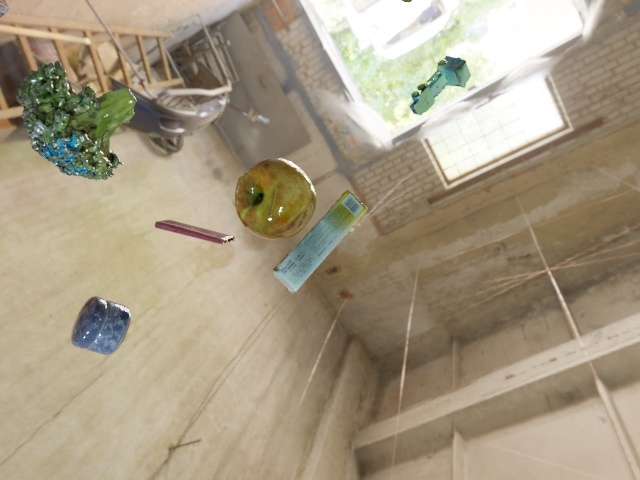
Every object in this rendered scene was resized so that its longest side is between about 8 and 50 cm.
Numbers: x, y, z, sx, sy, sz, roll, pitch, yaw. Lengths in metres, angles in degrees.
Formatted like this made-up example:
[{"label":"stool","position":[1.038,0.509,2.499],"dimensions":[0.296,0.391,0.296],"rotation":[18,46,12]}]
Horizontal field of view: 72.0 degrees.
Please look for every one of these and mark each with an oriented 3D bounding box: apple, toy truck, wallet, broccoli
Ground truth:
[{"label":"apple","position":[-0.133,-0.125,1.347],"dimensions":[0.246,0.246,0.226],"rotation":[-24,165,30]},{"label":"toy truck","position":[0.305,-0.389,1.122],"dimensions":[0.175,0.067,0.081],"rotation":[-48,-139,-8]},{"label":"wallet","position":[-0.405,-0.029,1.429],"dimensions":[0.232,0.025,0.119],"rotation":[14,-173,4]},{"label":"broccoli","position":[-0.351,-0.175,0.658],"dimensions":[0.160,0.167,0.154],"rotation":[-33,-166,-21]}]

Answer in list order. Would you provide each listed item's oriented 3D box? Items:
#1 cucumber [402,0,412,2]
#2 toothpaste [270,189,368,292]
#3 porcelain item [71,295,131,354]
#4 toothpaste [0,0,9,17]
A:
[{"label":"cucumber","position":[0.080,-0.443,0.577],"dimensions":[0.056,0.250,0.056],"rotation":[-22,-154,11]},{"label":"toothpaste","position":[0.000,0.000,1.203],"dimensions":[0.313,0.089,0.071],"rotation":[-48,-171,-17]},{"label":"porcelain item","position":[-0.621,0.238,1.240],"dimensions":[0.147,0.114,0.147],"rotation":[-29,-134,34]},{"label":"toothpaste","position":[-0.699,-0.558,0.893],"dimensions":[0.040,0.196,0.047],"rotation":[-24,-178,10]}]
